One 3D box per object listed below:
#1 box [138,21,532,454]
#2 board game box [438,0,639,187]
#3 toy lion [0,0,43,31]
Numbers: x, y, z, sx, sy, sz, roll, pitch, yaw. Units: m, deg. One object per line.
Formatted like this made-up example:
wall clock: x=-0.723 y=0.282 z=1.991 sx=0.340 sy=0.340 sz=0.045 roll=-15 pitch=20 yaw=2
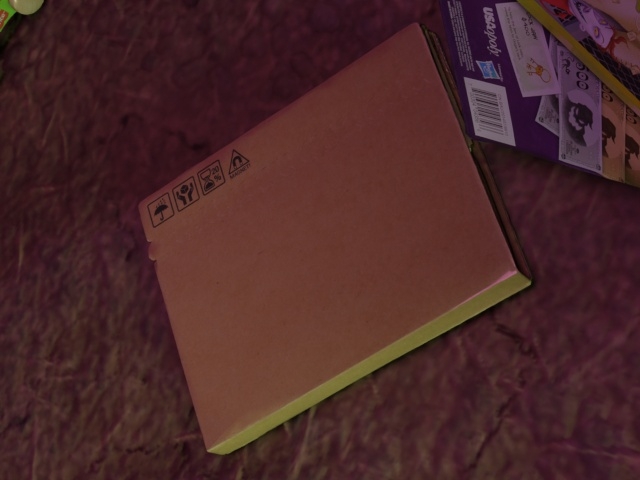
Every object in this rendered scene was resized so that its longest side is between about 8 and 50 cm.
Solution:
box: x=0.000 y=0.000 z=0.926 sx=0.201 sy=0.021 sz=0.164 roll=-31 pitch=59 yaw=22
board game box: x=0.124 y=-0.166 z=0.720 sx=0.208 sy=0.347 sz=0.056 roll=24 pitch=53 yaw=40
toy lion: x=-0.233 y=-0.138 z=1.087 sx=0.034 sy=0.096 sz=0.100 roll=30 pitch=91 yaw=38
